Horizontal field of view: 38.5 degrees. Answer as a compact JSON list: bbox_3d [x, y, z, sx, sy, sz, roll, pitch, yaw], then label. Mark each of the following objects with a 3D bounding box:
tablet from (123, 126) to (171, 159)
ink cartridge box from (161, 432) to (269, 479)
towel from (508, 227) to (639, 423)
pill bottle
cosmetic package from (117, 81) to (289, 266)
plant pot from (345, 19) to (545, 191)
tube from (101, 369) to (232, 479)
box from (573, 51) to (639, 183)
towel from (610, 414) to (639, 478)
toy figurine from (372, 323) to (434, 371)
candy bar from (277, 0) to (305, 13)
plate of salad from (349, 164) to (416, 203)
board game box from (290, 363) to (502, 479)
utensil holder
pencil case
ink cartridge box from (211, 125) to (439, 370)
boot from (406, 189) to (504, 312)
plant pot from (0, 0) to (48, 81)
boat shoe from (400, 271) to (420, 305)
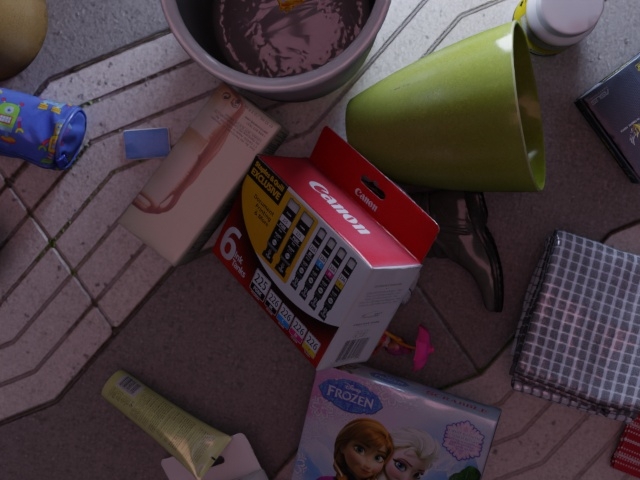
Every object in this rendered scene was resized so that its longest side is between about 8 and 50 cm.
[{"bbox_3d":[-0.311,-0.173,1.642,0.083,0.006,0.054,-4,94,3],"label":"tablet"},{"bbox_3d":[-0.160,0.539,1.605,0.207,0.119,0.353,-24,93,23],"label":"ink cartridge box"},{"bbox_3d":[0.461,0.146,1.548,0.235,0.121,0.283,19,76,1],"label":"towel"},{"bbox_3d":[0.389,-0.372,1.501,0.119,0.208,0.119,0,94,1],"label":"pill bottle"},{"bbox_3d":[-0.196,-0.112,1.571,0.129,0.153,0.296,37,93,1],"label":"cosmetic package"},{"bbox_3d":[0.200,-0.197,1.514,0.293,0.275,0.275,-7,94,21],"label":"plant pot"},{"bbox_3d":[-0.279,0.320,1.622,0.240,0.062,0.070,32,113,14],"label":"tube"},{"bbox_3d":[0.587,-0.237,1.580,0.233,0.059,0.183,-36,94,5],"label":"box"},{"bbox_3d":[0.654,0.311,1.634,0.199,0.031,0.275,20,96,-2],"label":"towel"},{"bbox_3d":[0.115,0.173,1.603,0.159,0.173,0.130,31,62,-19],"label":"toy figurine"},{"bbox_3d":[-0.064,-0.384,1.227,0.040,0.018,0.161,-21,92,3],"label":"candy bar"},{"bbox_3d":[0.098,-0.045,1.548,0.200,0.200,0.048,43,65,-1],"label":"plate of salad"},{"bbox_3d":[0.116,0.393,1.582,0.319,0.066,0.318,16,103,15],"label":"board game box"},{"bbox_3d":[-0.054,-0.377,1.429,0.328,0.385,0.327,0,94,2],"label":"utensil holder"},{"bbox_3d":[-0.567,-0.204,1.590,0.306,0.119,0.133,13,71,1],"label":"pencil case"},{"bbox_3d":[0.000,0.000,1.470,0.309,0.130,0.272,44,120,33],"label":"ink cartridge box"},{"bbox_3d":[0.228,0.019,1.614,0.161,0.083,0.246,-14,94,15],"label":"boot"},{"bbox_3d":[-0.610,-0.389,1.513,0.237,0.254,0.237,0,95,3],"label":"plant pot"},{"bbox_3d":[0.071,0.027,1.618,0.226,0.083,0.076,35,68,-2],"label":"boat shoe"}]
